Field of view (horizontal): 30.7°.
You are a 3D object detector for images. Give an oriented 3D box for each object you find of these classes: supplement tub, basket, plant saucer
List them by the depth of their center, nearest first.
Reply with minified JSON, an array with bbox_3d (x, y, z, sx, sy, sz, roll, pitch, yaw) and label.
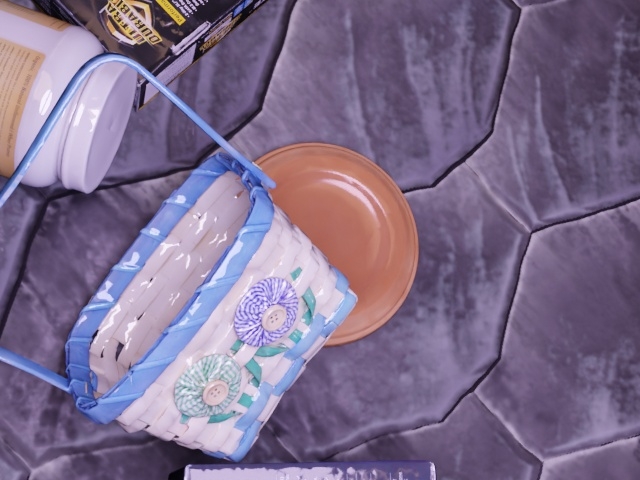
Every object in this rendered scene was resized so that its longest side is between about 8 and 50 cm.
[{"bbox_3d":[-0.131,0.023,0.941,0.289,0.201,0.255,34,94,-21],"label":"basket"},{"bbox_3d":[-0.272,-0.131,0.997,0.200,0.144,0.144,20,73,1],"label":"supplement tub"},{"bbox_3d":[0.000,0.000,1.098,0.200,0.037,0.200,3,75,-12],"label":"plant saucer"}]

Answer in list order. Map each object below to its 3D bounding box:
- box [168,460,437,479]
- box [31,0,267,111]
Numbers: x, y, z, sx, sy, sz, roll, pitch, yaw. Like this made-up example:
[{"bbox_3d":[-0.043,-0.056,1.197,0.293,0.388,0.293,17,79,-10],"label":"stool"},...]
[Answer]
[{"bbox_3d":[-0.021,0.242,0.973,0.207,0.153,0.108,2,76,-13],"label":"box"},{"bbox_3d":[-0.191,-0.326,1.112,0.322,0.079,0.257,46,74,0],"label":"box"}]
